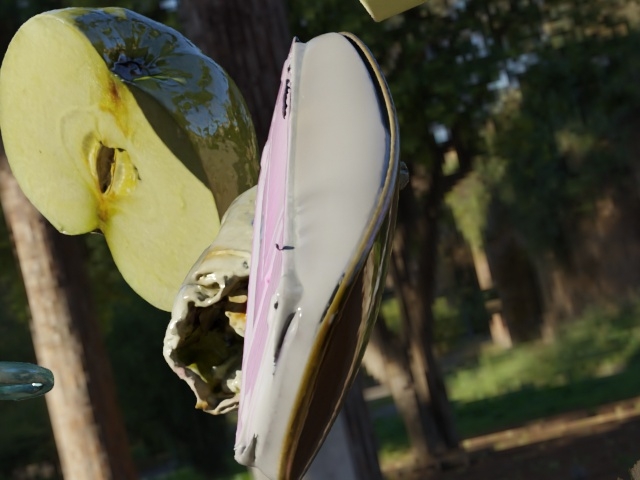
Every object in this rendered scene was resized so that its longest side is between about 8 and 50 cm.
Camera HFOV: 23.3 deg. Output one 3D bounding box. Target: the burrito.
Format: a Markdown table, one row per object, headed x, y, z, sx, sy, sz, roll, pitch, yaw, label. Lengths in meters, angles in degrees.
| x | y | z | sx | sy | sz | roll | pitch | yaw | label |
| --- | --- | --- | --- | --- | --- | --- | --- | --- | --- |
| -0.028 | 0.012 | 1.360 | 0.190 | 0.135 | 0.332 | -56 | 5 | 22 | burrito |

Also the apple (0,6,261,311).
| x | y | z | sx | sy | sz | roll | pitch | yaw | label |
| --- | --- | --- | --- | --- | --- | --- | --- | --- | --- |
| -0.228 | -0.103 | 1.868 | 0.320 | 0.312 | 0.360 | 4 | -40 | -12 | apple |

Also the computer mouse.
| x | y | z | sx | sy | sz | roll | pitch | yaw | label |
| --- | --- | --- | --- | --- | --- | --- | --- | --- | --- |
| 0.000 | 0.000 | 0.863 | 0.072 | 0.158 | 0.310 | 11 | 32 | -7 | computer mouse |

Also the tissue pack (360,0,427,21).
| x | y | z | sx | sy | sz | roll | pitch | yaw | label |
| --- | --- | --- | --- | --- | --- | --- | --- | --- | --- |
| 0.119 | -0.337 | 1.542 | 0.234 | 0.125 | 0.159 | -20 | -37 | 18 | tissue pack |

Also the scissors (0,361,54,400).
| x | y | z | sx | sy | sz | roll | pitch | yaw | label |
| --- | --- | --- | --- | --- | --- | --- | --- | --- | --- |
| -0.395 | 0.137 | 1.624 | 0.180 | 0.032 | 0.393 | -13 | -16 | 0 | scissors |

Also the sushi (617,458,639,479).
| x | y | z | sx | sy | sz | roll | pitch | yaw | label |
| --- | --- | --- | --- | --- | --- | --- | --- | --- | --- |
| 0.101 | 0.171 | 0.401 | 0.050 | 0.215 | 0.192 | -30 | -10 | 22 | sushi |
